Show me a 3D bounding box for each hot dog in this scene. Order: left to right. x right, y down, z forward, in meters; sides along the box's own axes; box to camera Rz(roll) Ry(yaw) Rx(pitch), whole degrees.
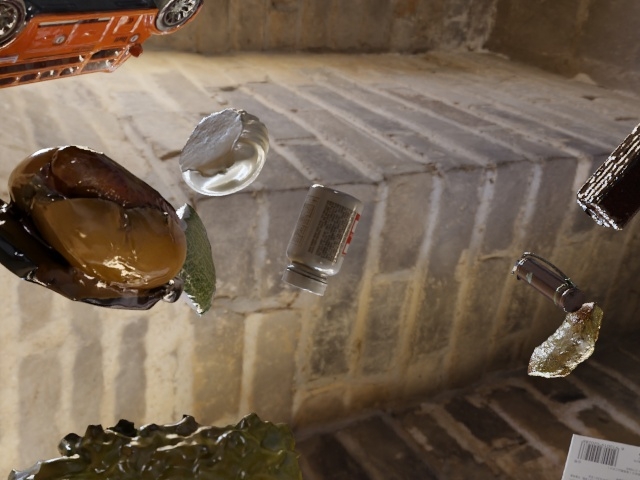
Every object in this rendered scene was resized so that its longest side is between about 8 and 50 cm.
[{"bbox_3d":[-0.219,-0.027,0.626,0.194,0.107,0.326,43,-179,1],"label":"hot dog"},{"bbox_3d":[0.424,0.175,1.008,0.169,0.061,0.078,-55,15,25],"label":"hot dog"}]

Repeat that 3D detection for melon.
[{"bbox_3d":[-0.246,0.036,1.008,0.139,0.093,0.203,12,-117,-78],"label":"melon"}]

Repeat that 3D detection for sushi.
[{"bbox_3d":[-0.210,0.387,0.692,0.351,0.396,0.240,-62,38,37],"label":"sushi"}]

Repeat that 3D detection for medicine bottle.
[{"bbox_3d":[0.000,0.000,0.820,0.079,0.079,0.140,15,84,65],"label":"medicine bottle"}]

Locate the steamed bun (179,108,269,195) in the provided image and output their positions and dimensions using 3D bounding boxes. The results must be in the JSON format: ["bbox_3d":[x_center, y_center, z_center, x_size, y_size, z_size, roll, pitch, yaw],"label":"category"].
[{"bbox_3d":[-0.174,-0.162,1.128,0.106,0.183,0.183,48,-174,-45],"label":"steamed bun"}]

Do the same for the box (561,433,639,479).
[{"bbox_3d":[0.746,0.616,1.458,0.274,0.203,0.116,-1,136,40],"label":"box"}]

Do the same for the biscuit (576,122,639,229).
[{"bbox_3d":[0.701,-0.194,1.238,0.388,0.107,0.073,-50,22,8],"label":"biscuit"}]

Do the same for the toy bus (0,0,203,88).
[{"bbox_3d":[-0.271,-0.236,0.577,0.143,0.329,0.153,50,127,1],"label":"toy bus"}]

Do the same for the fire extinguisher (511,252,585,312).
[{"bbox_3d":[0.382,0.066,1.023,0.158,0.043,0.064,-130,39,-58],"label":"fire extinguisher"}]
